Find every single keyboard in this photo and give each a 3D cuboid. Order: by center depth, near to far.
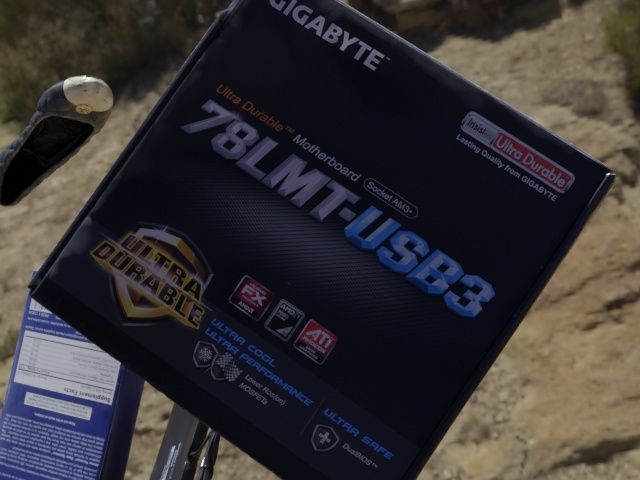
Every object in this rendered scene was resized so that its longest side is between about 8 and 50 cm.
[{"bbox_3d":[-0.178,0.300,1.606,0.201,0.033,0.317,-34,34,50],"label":"keyboard"}]

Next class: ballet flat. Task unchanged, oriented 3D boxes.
[{"bbox_3d":[-0.219,-0.080,0.975,0.173,0.057,0.049,-37,40,44],"label":"ballet flat"}]

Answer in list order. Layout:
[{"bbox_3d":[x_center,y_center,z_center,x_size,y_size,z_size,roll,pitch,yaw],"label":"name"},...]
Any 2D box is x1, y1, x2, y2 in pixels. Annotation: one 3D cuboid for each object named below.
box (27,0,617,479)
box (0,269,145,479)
[{"bbox_3d":[0.000,0.000,0.821,0.293,0.295,0.073,-55,-10,-1],"label":"box"},{"bbox_3d":[-0.221,0.145,1.043,0.136,0.225,0.036,7,-9,33],"label":"box"}]
